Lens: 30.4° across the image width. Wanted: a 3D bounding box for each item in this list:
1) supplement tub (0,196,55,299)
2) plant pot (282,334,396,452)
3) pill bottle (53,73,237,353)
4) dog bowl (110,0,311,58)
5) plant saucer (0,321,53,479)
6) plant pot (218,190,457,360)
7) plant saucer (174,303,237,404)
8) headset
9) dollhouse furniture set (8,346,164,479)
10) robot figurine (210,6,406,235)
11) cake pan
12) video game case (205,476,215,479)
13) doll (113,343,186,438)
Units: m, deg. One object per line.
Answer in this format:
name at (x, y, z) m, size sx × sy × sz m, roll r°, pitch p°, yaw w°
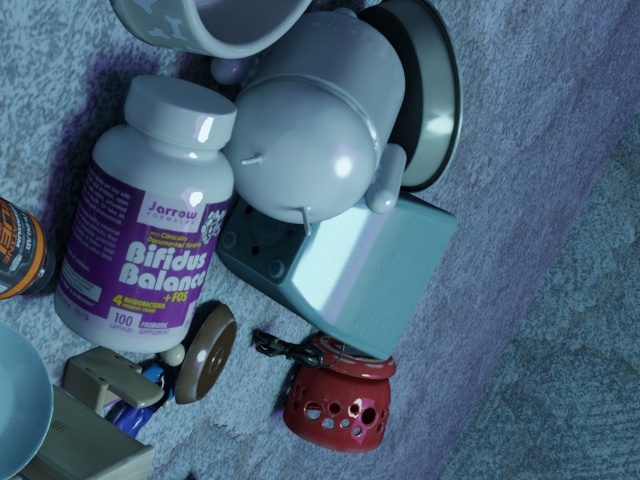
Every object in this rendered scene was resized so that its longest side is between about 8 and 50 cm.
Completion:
supplement tub at (-0.350, 0.000, 1.202) m, size 0.106 × 0.106 × 0.198 m, roll -60°, pitch 156°, yaw -4°
plant pot at (0.040, 0.273, 2.171) m, size 0.191 × 0.191 × 0.174 m, roll -7°, pitch 114°, yaw -61°
pill bottle at (-0.199, -0.033, 1.385) m, size 0.169 × 0.169 × 0.301 m, roll -17°, pitch 130°, yaw -58°
dog bowl at (-0.090, -0.365, 1.332) m, size 0.349 × 0.102 × 0.348 m, roll -46°, pitch 152°, yaw -33°
plant saucer at (-0.394, 0.180, 1.302) m, size 0.195 × 0.037 × 0.194 m, roll 1°, pitch 88°, yaw -32°
plant pot at (0.000, 0.000, 1.745) m, size 0.252 × 0.248 × 0.247 m, roll 22°, pitch 96°, yaw -52°
plant saucer at (-0.169, 0.178, 1.793) m, size 0.168 × 0.029 × 0.168 m, roll -61°, pitch 169°, yaw -21°
headset at (0.035, 0.042, 2.020) m, size 0.243 × 0.185 × 0.394 m, roll 68°, pitch 39°, yaw -52°
dollhouse furniture set at (-0.328, 0.341, 1.493) m, size 0.286 × 0.198 × 0.303 m, roll -21°, pitch 134°, yaw -55°
robot figurine at (-0.009, -0.160, 1.519) m, size 0.200 × 0.300 × 0.353 m, roll -42°, pitch -162°, yaw 40°
cake pan at (0.103, -0.211, 1.699) m, size 0.054 × 0.293 × 0.293 m, roll -8°, pitch 128°, yaw -26°
video game case at (-0.234, 0.483, 2.001) m, size 0.157 × 0.019 × 0.143 m, roll -50°, pitch 169°, yaw -25°
doll at (-0.254, 0.228, 1.703) m, size 0.189 × 0.046 × 0.129 m, roll -56°, pitch 156°, yaw -12°
